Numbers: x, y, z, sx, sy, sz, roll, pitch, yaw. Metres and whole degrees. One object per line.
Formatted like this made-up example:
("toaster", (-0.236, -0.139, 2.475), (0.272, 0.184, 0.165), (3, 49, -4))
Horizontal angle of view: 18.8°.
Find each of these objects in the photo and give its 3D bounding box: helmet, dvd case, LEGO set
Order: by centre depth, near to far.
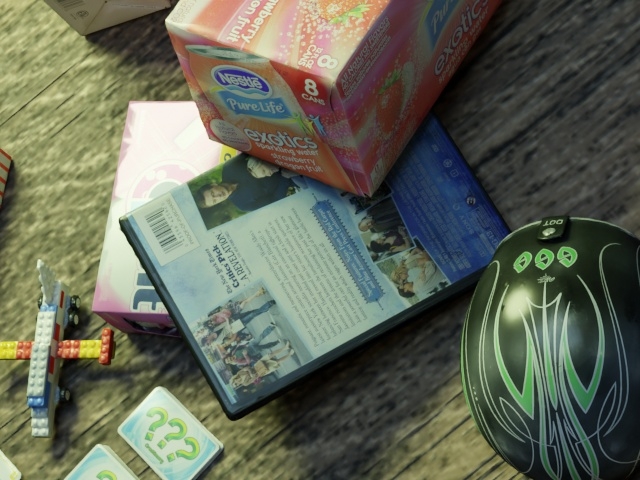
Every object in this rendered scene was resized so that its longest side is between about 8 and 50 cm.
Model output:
("helmet", (0.173, 0.085, 1.328), (0.169, 0.169, 0.161), (-6, 52, 18))
("dvd case", (0.000, 0.000, 1.445), (0.253, 0.022, 0.180), (-28, 72, -8))
("LEGO set", (-0.220, 0.141, 1.504), (0.182, 0.060, 0.244), (-46, 64, -2))

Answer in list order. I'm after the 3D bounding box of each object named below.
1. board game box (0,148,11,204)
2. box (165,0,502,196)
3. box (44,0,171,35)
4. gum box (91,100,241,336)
("board game box", (-0.367, -0.013, 1.622), (0.193, 0.045, 0.147), (4, 72, 22))
("box", (0.037, -0.201, 1.445), (0.154, 0.142, 0.300), (22, 63, 25))
("box", (-0.214, -0.340, 1.618), (0.087, 0.169, 0.290), (-17, 65, 14))
("gum box", (-0.106, -0.013, 1.514), (0.107, 0.062, 0.188), (1, 71, 21))
